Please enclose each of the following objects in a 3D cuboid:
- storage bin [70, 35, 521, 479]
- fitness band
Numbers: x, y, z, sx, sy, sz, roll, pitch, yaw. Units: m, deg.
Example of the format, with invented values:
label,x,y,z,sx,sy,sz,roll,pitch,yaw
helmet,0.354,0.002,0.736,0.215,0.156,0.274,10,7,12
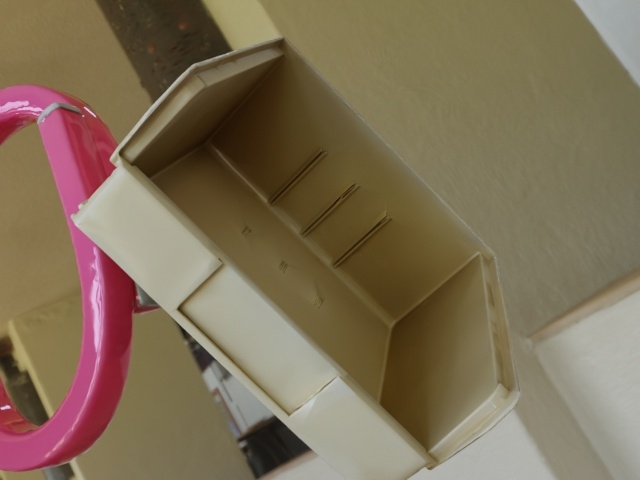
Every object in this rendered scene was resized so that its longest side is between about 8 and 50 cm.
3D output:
label,x,y,z,sx,sy,sz,roll,pitch,yaw
storage bin,0.000,0.000,0.511,0.123,0.262,0.260,-42,8,20
fitness band,-0.221,0.020,0.527,0.209,0.291,0.054,-31,-21,24
